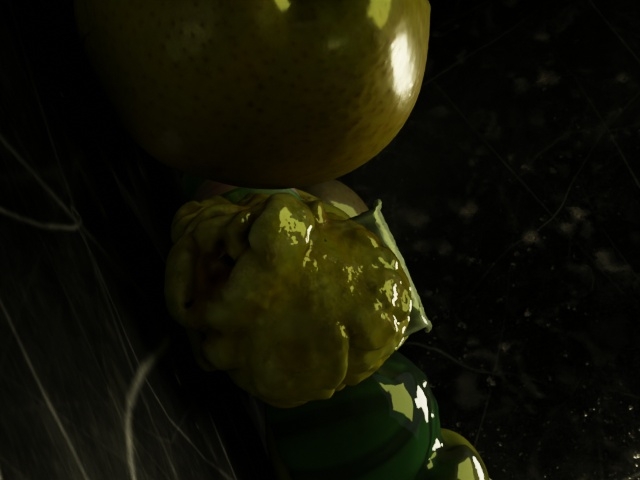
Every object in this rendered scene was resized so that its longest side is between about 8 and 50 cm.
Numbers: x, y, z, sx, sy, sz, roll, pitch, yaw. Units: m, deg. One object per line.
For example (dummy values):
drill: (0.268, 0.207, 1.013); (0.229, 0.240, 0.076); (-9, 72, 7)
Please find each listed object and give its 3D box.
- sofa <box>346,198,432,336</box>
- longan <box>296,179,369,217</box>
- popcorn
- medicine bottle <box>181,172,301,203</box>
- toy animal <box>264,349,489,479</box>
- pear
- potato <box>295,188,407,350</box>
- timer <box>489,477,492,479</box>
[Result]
sofa: (0.023, 0.077, 1.932); (0.176, 0.225, 0.210); (172, -104, -88)
longan: (0.000, 0.000, 2.456); (0.248, 0.248, 0.248); (-24, 90, -89)
popcorn: (-0.033, 0.032, 1.198); (0.203, 0.200, 0.226); (73, -6, -48)
medicine bottle: (-0.063, 0.023, 1.484); (0.133, 0.133, 0.274); (64, 1, -55)
toy animal: (0.066, 0.240, 1.368); (0.216, 0.191, 0.338); (-97, 165, -67)
pear: (-0.070, -0.147, 1.332); (0.386, 0.341, 0.191); (171, -77, -75)
potato: (0.001, 0.027, 2.191); (0.330, 0.213, 0.280); (-114, 180, -65)
timer: (0.121, 0.292, 1.703); (0.234, 0.240, 0.233); (25, -18, 9)
